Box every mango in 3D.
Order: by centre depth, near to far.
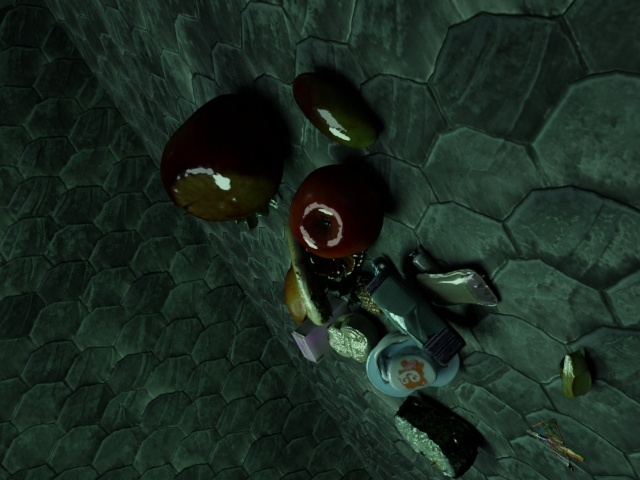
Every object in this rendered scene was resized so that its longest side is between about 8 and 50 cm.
[{"bbox_3d":[0.029,-0.320,1.355,0.267,0.111,0.133,42,146,14],"label":"mango"}]

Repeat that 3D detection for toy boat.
[{"bbox_3d":[0.581,0.313,1.276,0.066,0.065,0.172,-117,6,-52],"label":"toy boat"},{"bbox_3d":[0.208,0.113,1.750,0.137,0.060,0.061,57,-176,-14],"label":"toy boat"}]

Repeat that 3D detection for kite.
[{"bbox_3d":[0.665,0.576,1.588,0.183,0.014,0.241,22,142,52],"label":"kite"}]

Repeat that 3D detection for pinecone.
[{"bbox_3d":[0.047,0.012,1.733,0.202,0.201,0.229,44,140,-4],"label":"pinecone"}]

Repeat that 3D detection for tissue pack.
[{"bbox_3d":[0.019,0.362,2.270,0.092,0.246,0.148,13,136,53],"label":"tissue pack"}]

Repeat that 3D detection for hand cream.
[{"bbox_3d":[0.318,0.100,1.516,0.194,0.042,0.067,47,151,2],"label":"hand cream"}]

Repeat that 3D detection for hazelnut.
[{"bbox_3d":[-0.306,-0.255,1.818,0.402,0.402,0.429,51,136,4],"label":"hazelnut"}]

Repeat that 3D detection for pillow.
[{"bbox_3d":[0.348,0.126,1.446,0.131,0.038,0.232,49,150,-18],"label":"pillow"}]

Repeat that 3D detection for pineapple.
[{"bbox_3d":[0.140,0.165,1.895,0.277,0.119,0.130,13,107,55],"label":"pineapple"}]

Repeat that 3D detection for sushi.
[{"bbox_3d":[0.439,0.730,2.095,0.350,0.171,0.211,24,143,52],"label":"sushi"}]

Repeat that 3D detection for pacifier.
[{"bbox_3d":[0.293,0.368,1.807,0.233,0.299,0.244,-64,-48,-71],"label":"pacifier"}]

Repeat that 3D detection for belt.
[{"bbox_3d":[0.265,0.210,1.573,0.325,0.122,0.260,48,-172,36],"label":"belt"}]

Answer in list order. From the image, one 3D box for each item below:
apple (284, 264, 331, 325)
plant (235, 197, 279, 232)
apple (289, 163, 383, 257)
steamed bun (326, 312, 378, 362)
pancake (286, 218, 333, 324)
[{"bbox_3d":[-0.064,0.229,2.332,0.346,0.179,0.254,111,160,-54],"label":"apple"},{"bbox_3d":[-0.306,-0.190,2.116,0.312,0.215,0.213,43,162,37],"label":"plant"},{"bbox_3d":[0.043,-0.071,1.516,0.260,0.216,0.260,6,109,18],"label":"apple"},{"bbox_3d":[0.139,0.365,2.169,0.211,0.144,0.218,20,144,29],"label":"steamed bun"},{"bbox_3d":[-0.035,0.111,1.894,0.382,0.071,0.382,-16,-90,-82],"label":"pancake"}]
